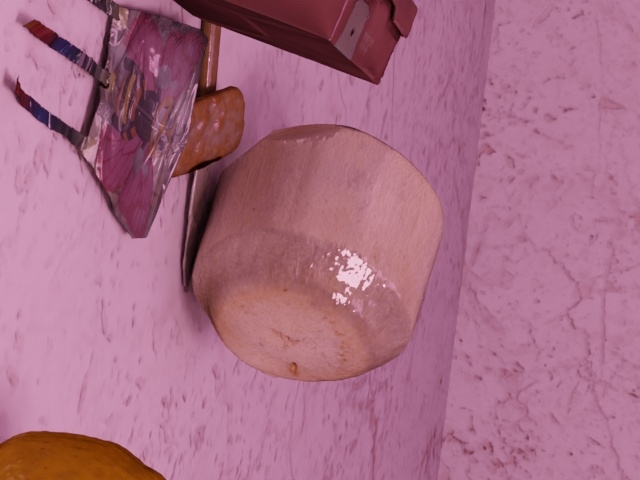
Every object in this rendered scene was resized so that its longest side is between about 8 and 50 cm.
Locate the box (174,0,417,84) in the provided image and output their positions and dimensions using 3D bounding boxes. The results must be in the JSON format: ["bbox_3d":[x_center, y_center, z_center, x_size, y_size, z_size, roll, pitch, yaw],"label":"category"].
[{"bbox_3d":[-0.042,-0.225,1.544,0.086,0.215,0.215,-67,166,-1],"label":"box"}]

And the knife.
[{"bbox_3d":[-0.114,-0.092,1.722,0.047,0.017,0.298,-42,139,-77],"label":"knife"}]

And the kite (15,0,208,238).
[{"bbox_3d":[-0.172,-0.132,1.463,0.360,0.022,0.204,48,56,-70],"label":"kite"}]

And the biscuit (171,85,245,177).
[{"bbox_3d":[-0.111,-0.103,1.673,0.147,0.018,0.071,-29,126,-55],"label":"biscuit"}]

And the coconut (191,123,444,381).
[{"bbox_3d":[0.000,0.000,1.773,0.237,0.237,0.266,79,26,-53],"label":"coconut"}]

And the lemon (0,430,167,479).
[{"bbox_3d":[-0.191,0.234,1.250,0.260,0.204,0.204,97,4,-79],"label":"lemon"}]
